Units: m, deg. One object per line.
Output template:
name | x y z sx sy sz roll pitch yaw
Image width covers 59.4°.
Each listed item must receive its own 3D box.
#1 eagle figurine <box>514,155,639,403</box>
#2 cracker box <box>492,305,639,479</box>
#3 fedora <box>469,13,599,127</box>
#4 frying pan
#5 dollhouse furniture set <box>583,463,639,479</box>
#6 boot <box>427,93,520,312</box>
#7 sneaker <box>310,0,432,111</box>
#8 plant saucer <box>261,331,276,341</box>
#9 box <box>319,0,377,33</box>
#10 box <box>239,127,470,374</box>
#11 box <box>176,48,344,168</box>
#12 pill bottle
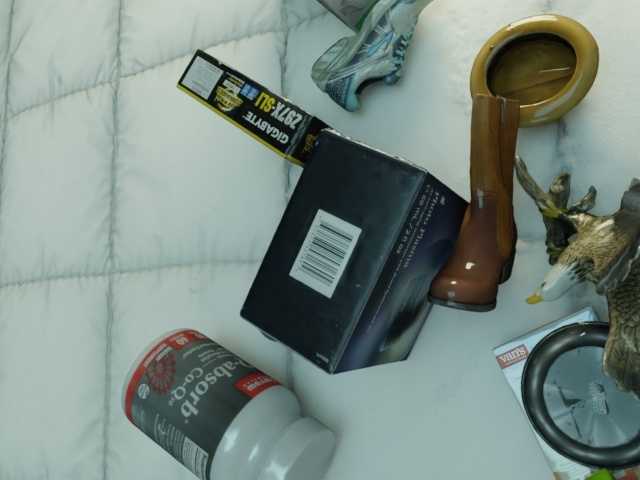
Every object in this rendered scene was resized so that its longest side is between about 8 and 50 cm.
eagle figurine | 0.369 0.031 0.712 0.298 0.226 0.225 -113 43 -68
cracker box | 0.374 0.231 0.805 0.155 0.067 0.232 -30 71 21
fedora | 0.338 -0.257 0.886 0.194 0.079 0.194 -6 80 35
frying pan | 0.424 0.221 0.720 0.326 0.053 0.197 14 89 30
dollhouse furniture set | 0.499 0.306 0.631 0.301 0.151 0.197 -40 103 17
boot | 0.228 -0.058 0.777 0.096 0.264 0.280 13 110 37
sneaker | 0.122 -0.351 1.023 0.283 0.110 0.122 -41 84 21
plant saucer | -0.086 0.139 1.100 0.119 0.021 0.119 -4 81 29
box | -0.015 -0.533 1.035 0.127 0.231 0.262 -48 63 15
box | 0.078 0.027 0.867 0.182 0.294 0.296 28 97 28
box | -0.043 -0.181 0.949 0.257 0.322 0.079 34 98 28
pill bottle | -0.166 0.324 1.012 0.363 0.210 0.210 24 95 29
